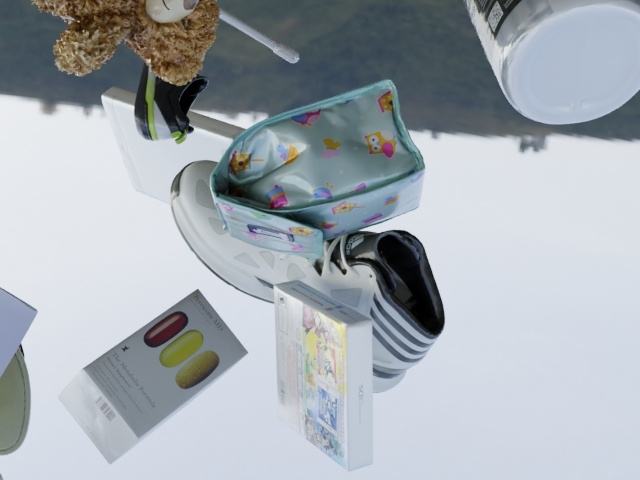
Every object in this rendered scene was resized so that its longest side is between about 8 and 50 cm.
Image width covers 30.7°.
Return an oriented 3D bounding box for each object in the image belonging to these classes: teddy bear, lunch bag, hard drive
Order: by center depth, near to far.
[{"bbox_3d":[-0.260,-0.300,1.275,0.338,0.113,0.245,34,-134,-10],"label":"teddy bear"},{"bbox_3d":[-0.008,-0.074,1.474,0.262,0.160,0.223,-21,169,-3],"label":"lunch bag"},{"bbox_3d":[-0.249,-0.145,2.167,0.353,0.233,0.047,21,-131,36],"label":"hard drive"}]

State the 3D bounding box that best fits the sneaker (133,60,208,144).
[{"bbox_3d":[-0.210,-0.244,1.723,0.097,0.235,0.084,2,158,8],"label":"sneaker"}]

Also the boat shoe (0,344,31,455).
[{"bbox_3d":[-0.561,0.201,1.969,0.127,0.340,0.113,-25,167,-6],"label":"boat shoe"}]

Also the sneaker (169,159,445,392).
[{"bbox_3d":[0.001,0.000,1.641,0.447,0.257,0.169,41,-129,1],"label":"sneaker"}]

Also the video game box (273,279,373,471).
[{"bbox_3d":[0.003,0.174,1.538,0.048,0.205,0.187,-11,-160,-27],"label":"video game box"}]

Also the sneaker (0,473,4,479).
[{"bbox_3d":[-0.555,0.393,1.695,0.111,0.131,0.296,-27,159,12],"label":"sneaker"}]

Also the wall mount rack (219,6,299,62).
[{"bbox_3d":[-0.100,-0.381,1.507,0.130,0.350,0.304,41,-163,28],"label":"wall mount rack"}]

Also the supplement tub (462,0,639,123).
[{"bbox_3d":[0.277,-0.308,1.442,0.193,0.194,0.316,3,-136,-18],"label":"supplement tub"}]

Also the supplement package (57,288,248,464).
[{"bbox_3d":[-0.257,0.207,1.801,0.139,0.134,0.244,51,-129,3],"label":"supplement package"}]

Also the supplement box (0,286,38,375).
[{"bbox_3d":[-0.362,0.023,0.942,0.239,0.073,0.130,23,167,29],"label":"supplement box"}]
